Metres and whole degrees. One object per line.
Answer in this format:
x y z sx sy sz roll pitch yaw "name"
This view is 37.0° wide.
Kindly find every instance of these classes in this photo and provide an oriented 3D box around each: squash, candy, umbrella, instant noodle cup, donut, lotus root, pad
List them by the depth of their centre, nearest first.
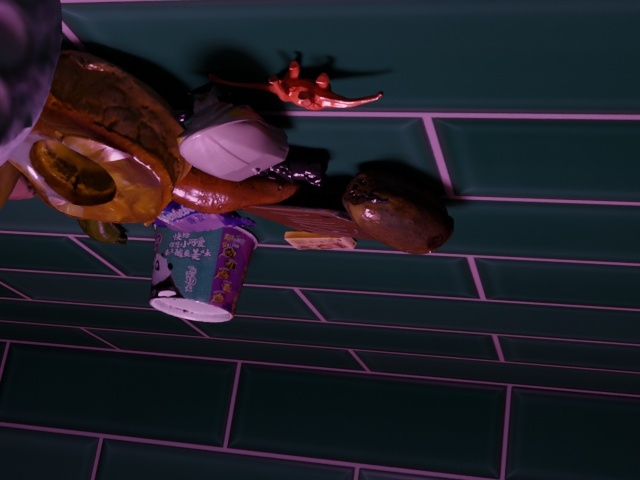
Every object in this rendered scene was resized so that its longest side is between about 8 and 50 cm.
-0.377 -0.149 1.539 0.329 0.160 0.330 16 148 10 "donut"
-0.104 -0.142 1.704 0.235 0.059 0.066 10 -156 6 "umbrella"
0.143 -0.050 1.752 0.241 0.124 0.123 27 139 -37 "lotus root"
-0.001 -0.036 1.914 0.286 0.018 0.284 7 173 36 "pad"
-0.276 -0.061 1.995 0.275 0.070 0.145 1 154 36 "candy"
-0.494 -0.045 2.125 0.080 0.071 0.318 7 161 1 "squash"
-0.280 0.072 2.188 0.251 0.190 0.251 8 162 3 "instant noodle cup"

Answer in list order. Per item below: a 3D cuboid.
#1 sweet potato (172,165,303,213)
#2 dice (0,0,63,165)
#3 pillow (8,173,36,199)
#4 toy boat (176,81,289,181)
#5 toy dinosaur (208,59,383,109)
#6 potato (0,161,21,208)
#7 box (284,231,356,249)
-0.206 -0.105 1.765 0.359 0.112 0.112 14 161 -15 "sweet potato"
-0.526 -0.259 1.121 0.348 0.328 0.330 -1 159 27 "dice"
-0.702 -0.139 1.924 0.236 0.084 0.223 6 160 0 "pillow"
-0.143 -0.170 1.504 0.140 0.141 0.269 2 167 18 "toy boat"
-0.045 -0.229 1.423 0.279 0.055 0.101 18 170 14 "toy dinosaur"
-0.631 -0.090 1.663 0.212 0.280 0.330 11 172 -12 "potato"
0.000 0.000 2.122 0.149 0.020 0.073 -1 158 26 "box"
